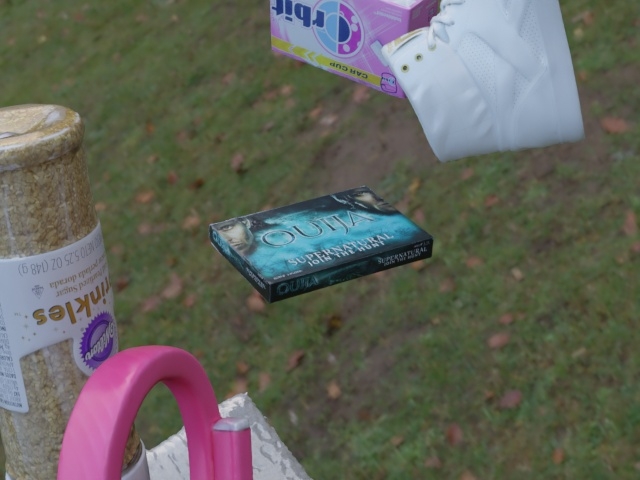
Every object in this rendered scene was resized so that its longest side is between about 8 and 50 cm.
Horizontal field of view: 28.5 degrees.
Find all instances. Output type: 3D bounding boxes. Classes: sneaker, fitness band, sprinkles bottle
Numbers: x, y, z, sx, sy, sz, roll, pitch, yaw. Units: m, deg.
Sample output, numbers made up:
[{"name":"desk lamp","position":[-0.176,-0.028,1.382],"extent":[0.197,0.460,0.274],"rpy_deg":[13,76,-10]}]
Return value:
[{"name":"sneaker","position":[0.128,-0.214,1.140],"extent":[0.169,0.292,0.108],"rpy_deg":[-12,10,13]},{"name":"fitness band","position":[-0.121,0.226,0.967],"extent":[0.054,0.291,0.209],"rpy_deg":[-2,-1,25]},{"name":"sprinkles bottle","position":[-0.225,0.072,1.037],"extent":[0.121,0.355,0.121],"rpy_deg":[-6,23,2]}]

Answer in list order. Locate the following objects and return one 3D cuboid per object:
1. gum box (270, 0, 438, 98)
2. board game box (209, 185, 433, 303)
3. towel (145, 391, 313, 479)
[{"name":"gum box","position":[0.029,-0.238,1.354],"extent":[0.188,0.107,0.062],"rpy_deg":[24,43,26]},{"name":"board game box","position":[0.000,0.000,1.244],"extent":[0.186,0.026,0.126],"rpy_deg":[-15,35,-28]},{"name":"towel","position":[-0.069,0.300,1.236],"extent":[0.187,0.049,0.282],"rpy_deg":[-29,69,-27]}]
